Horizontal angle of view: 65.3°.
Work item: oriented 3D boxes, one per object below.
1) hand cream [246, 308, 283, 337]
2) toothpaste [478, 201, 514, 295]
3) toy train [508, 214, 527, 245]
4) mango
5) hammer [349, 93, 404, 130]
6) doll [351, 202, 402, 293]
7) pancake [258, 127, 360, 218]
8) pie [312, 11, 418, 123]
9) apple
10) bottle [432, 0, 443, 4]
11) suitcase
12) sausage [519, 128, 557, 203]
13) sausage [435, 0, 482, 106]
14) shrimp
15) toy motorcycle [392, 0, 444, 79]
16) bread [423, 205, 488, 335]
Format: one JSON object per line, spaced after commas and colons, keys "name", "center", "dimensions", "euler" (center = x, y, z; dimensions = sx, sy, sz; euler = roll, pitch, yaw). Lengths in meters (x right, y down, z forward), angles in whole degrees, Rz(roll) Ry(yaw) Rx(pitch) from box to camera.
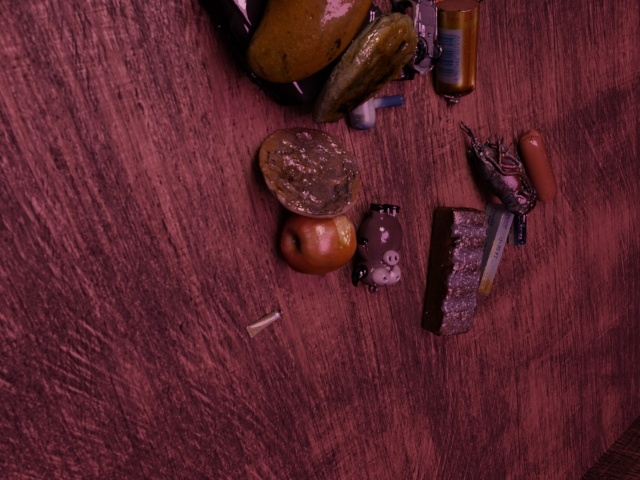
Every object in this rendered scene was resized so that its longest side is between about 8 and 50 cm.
{"name": "hand cream", "center": [-0.143, 0.209, 1.283], "dimensions": [0.102, 0.022, 0.035], "euler": [-31, 116, -20]}
{"name": "toothpaste", "center": [0.570, 0.027, 1.694], "dimensions": [0.071, 0.089, 0.312], "euler": [19, 89, -31]}
{"name": "toy train", "center": [0.705, -0.099, 1.783], "dimensions": [0.052, 0.051, 0.233], "euler": [-12, 103, -33]}
{"name": "mango", "center": [-0.005, -0.443, 0.953], "dimensions": [0.329, 0.177, 0.175], "euler": [-63, 166, 0]}
{"name": "hammer", "center": [0.155, -0.365, 1.343], "dimensions": [0.194, 0.070, 0.116], "euler": [-20, 109, -35]}
{"name": "doll", "center": [0.167, 0.026, 1.398], "dimensions": [0.182, 0.117, 0.257], "euler": [-1, 98, -40]}
{"name": "pancake", "center": [-0.019, -0.163, 1.196], "dimensions": [0.283, 0.049, 0.282], "euler": [15, 55, -22]}
{"name": "pie", "center": [0.097, -0.369, 1.111], "dimensions": [0.070, 0.323, 0.323], "euler": [45, 70, 5]}
{"name": "apple", "center": [0.000, 0.000, 1.244], "dimensions": [0.199, 0.199, 0.199], "euler": [-8, 104, -33]}
{"name": "bottle", "center": [0.367, -0.636, 1.427], "dimensions": [0.187, 0.069, 0.069], "euler": [18, 89, -34]}
{"name": "suitcase", "center": [-0.060, -0.501, 1.089], "dimensions": [0.339, 0.188, 0.345], "euler": [-48, 122, -15]}
{"name": "sausage", "center": [0.777, -0.258, 1.778], "dimensions": [0.086, 0.086, 0.289], "euler": [-43, 121, -20]}
{"name": "sausage", "center": [0.388, -0.520, 1.412], "dimensions": [0.125, 0.117, 0.317], "euler": [-22, 136, -7]}
{"name": "shrimp", "center": [0.567, -0.240, 1.617], "dimensions": [0.137, 0.172, 0.372], "euler": [-31, 96, -5]}
{"name": "toy motorcycle", "center": [0.246, -0.560, 1.309], "dimensions": [0.091, 0.157, 0.262], "euler": [-10, 107, -36]}
{"name": "bread", "center": [0.431, 0.100, 1.598], "dimensions": [0.165, 0.113, 0.416], "euler": [-2, 102, -32]}
